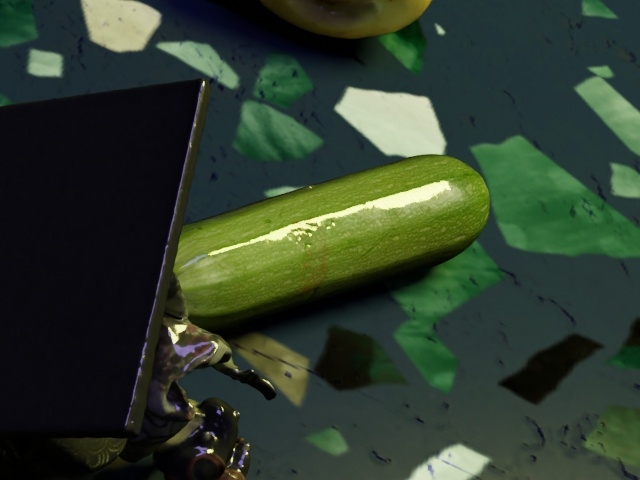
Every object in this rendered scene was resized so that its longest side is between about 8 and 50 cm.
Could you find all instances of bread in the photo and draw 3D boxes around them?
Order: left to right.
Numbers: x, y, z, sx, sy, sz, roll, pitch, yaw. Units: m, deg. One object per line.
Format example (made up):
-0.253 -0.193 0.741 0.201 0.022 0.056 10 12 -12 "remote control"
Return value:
0.005 -0.198 1.224 0.134 0.085 0.173 18 40 -13 "bread"

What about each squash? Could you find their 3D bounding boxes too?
0.000 0.000 1.028 0.229 0.066 0.066 -16 55 -38 "squash"

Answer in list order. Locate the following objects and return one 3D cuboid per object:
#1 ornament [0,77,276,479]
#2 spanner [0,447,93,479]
-0.084 0.049 0.862 0.166 0.196 0.153 -3 62 31 "ornament"
-0.159 0.120 0.792 0.054 0.015 0.254 36 20 9 "spanner"
